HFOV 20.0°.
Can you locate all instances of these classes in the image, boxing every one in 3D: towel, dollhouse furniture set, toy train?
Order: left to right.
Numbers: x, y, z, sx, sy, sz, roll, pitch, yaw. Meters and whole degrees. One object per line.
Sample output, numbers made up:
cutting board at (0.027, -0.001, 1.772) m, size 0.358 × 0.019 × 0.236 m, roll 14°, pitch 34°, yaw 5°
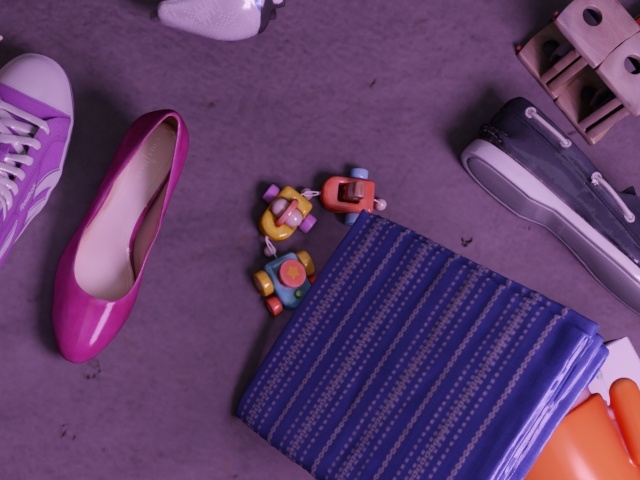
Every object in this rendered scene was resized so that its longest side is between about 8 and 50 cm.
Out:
toy train at (0.000, 0.000, 1.765) m, size 0.125 × 0.046 × 0.166 m, roll 13°, pitch 75°, yaw -11°
towel at (0.081, 0.123, 1.615) m, size 0.040 × 0.336 × 0.243 m, roll 36°, pitch 86°, yaw -40°
dollhouse furniture set at (0.319, -0.214, 1.845) m, size 0.183 × 0.129 × 0.129 m, roll -40°, pitch 90°, yaw -17°

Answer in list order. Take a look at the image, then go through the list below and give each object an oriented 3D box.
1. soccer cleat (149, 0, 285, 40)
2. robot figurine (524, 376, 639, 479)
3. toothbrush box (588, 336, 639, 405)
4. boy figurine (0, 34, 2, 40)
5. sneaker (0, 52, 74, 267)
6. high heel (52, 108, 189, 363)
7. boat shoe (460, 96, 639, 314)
soccer cleat at (-0.113, -0.358, 1.775) m, size 0.143 × 0.116 × 0.331 m, roll -1°, pitch 79°, yaw -13°
robot figurine at (0.211, 0.194, 1.606) m, size 0.128 × 0.158 × 0.219 m, roll -27°, pitch 85°, yaw -36°
toothbrush box at (0.251, 0.271, 1.729) m, size 0.216 × 0.126 × 0.295 m, roll -27°, pitch 86°, yaw -16°
boy figurine at (-0.361, -0.255, 1.706) m, size 0.285 × 0.092 × 0.177 m, roll -28°, pitch 87°, yaw -17°
sneaker at (-0.292, -0.058, 1.646) m, size 0.102 × 0.161 × 0.282 m, roll 22°, pitch 73°, yaw -7°
high heel at (-0.183, -0.005, 1.683) m, size 0.082 × 0.117 × 0.244 m, roll 27°, pitch 73°, yaw -7°
boat shoe at (0.281, -0.022, 1.805) m, size 0.302 × 0.114 × 0.091 m, roll 41°, pitch 78°, yaw -4°
